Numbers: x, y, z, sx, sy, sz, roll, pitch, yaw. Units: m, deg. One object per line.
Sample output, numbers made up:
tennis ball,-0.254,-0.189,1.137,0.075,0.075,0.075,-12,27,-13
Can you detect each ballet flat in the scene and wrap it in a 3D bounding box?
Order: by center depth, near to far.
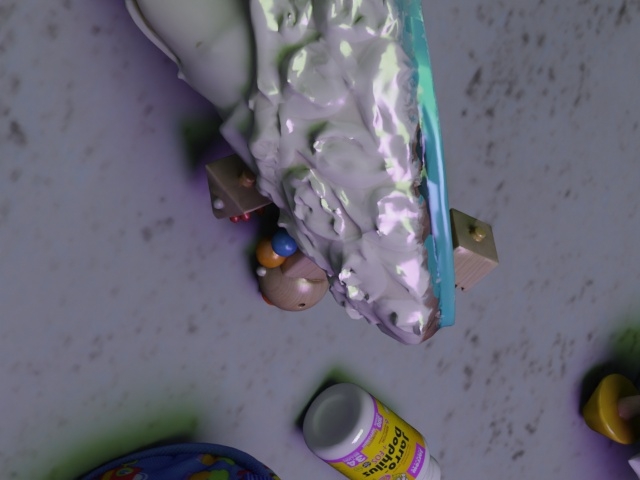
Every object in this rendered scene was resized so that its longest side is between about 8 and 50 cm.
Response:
ballet flat,-0.021,-0.154,0.597,0.147,0.147,0.408,-16,110,-31

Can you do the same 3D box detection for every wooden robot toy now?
wooden robot toy,0.000,0.000,0.728,0.173,0.076,0.079,7,139,-38

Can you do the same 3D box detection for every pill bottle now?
pill bottle,0.030,0.113,0.795,0.083,0.043,0.043,40,83,-40

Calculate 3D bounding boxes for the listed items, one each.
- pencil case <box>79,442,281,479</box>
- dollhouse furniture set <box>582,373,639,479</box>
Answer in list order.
pencil case,-0.037,0.244,0.749,0.133,0.119,0.306,-17,121,-3
dollhouse furniture set,0.297,0.178,1.007,0.286,0.198,0.303,-35,97,-46
